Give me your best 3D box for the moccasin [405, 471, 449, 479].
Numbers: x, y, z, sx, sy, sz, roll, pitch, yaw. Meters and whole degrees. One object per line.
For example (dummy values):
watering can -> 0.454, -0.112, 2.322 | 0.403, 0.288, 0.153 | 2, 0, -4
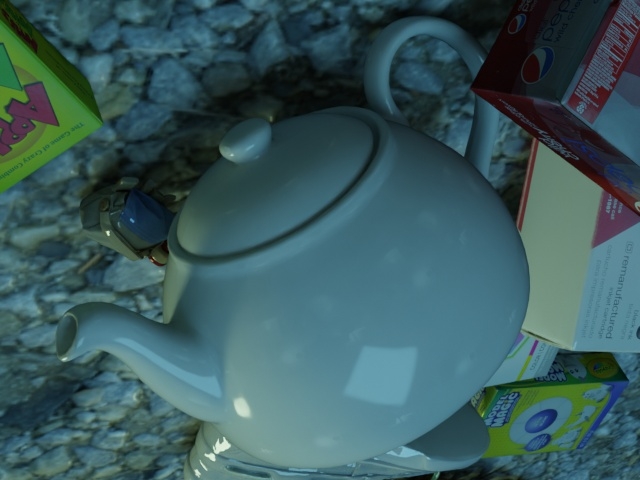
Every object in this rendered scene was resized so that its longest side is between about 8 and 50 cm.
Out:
moccasin -> 0.096, 0.285, 1.179 | 0.380, 0.147, 0.139 | 6, 145, -37

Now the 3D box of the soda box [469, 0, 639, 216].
soda box -> 0.225, -0.065, 0.798 | 0.263, 0.092, 0.083 | 31, 86, -32

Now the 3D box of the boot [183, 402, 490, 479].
boot -> 0.011, 0.178, 1.057 | 0.258, 0.095, 0.123 | 12, 133, -25

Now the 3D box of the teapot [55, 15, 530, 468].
teapot -> 0.000, 0.000, 0.768 | 0.252, 0.256, 0.187 | -20, 119, 18

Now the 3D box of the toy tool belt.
toy tool belt -> -0.115, -0.013, 0.809 | 0.051, 0.052, 0.083 | -35, 140, 23

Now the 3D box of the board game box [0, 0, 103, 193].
board game box -> -0.210, -0.103, 0.671 | 0.092, 0.043, 0.181 | -33, 139, 7

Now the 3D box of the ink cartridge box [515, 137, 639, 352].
ink cartridge box -> 0.260, 0.003, 0.943 | 0.218, 0.092, 0.159 | 4, 101, -33

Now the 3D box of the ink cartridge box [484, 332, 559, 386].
ink cartridge box -> 0.099, 0.070, 0.997 | 0.209, 0.062, 0.109 | -6, 136, -21

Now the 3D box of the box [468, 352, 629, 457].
box -> 0.191, 0.155, 1.151 | 0.179, 0.043, 0.105 | 1, 132, -26
